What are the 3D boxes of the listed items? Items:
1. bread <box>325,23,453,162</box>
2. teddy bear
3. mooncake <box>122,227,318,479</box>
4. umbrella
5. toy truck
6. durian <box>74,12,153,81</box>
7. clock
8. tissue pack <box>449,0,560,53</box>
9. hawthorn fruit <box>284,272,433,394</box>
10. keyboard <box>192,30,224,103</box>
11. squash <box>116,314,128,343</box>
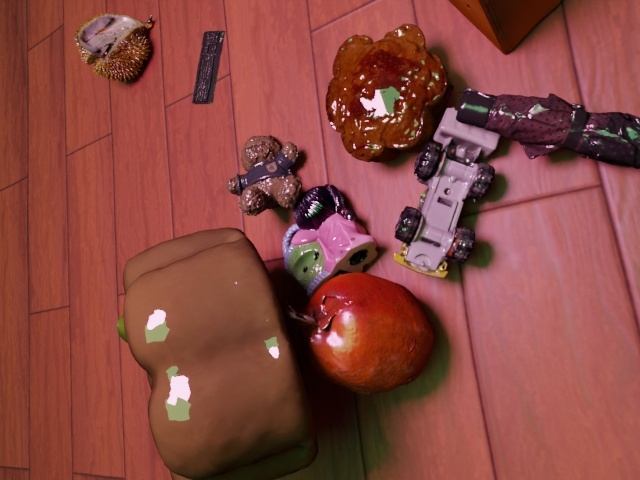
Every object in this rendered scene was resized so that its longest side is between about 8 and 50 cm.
[{"bbox_3d":[0.133,-0.267,0.908,0.231,0.135,0.247,0,84,32],"label":"bread"},{"bbox_3d":[-0.122,-0.132,1.065,0.181,0.129,0.252,-17,48,2],"label":"teddy bear"},{"bbox_3d":[-0.186,0.212,0.871,0.262,0.467,0.468,-15,71,-15],"label":"mooncake"},{"bbox_3d":[0.370,-0.178,0.744,0.325,0.094,0.090,19,68,17],"label":"umbrella"},{"bbox_3d":[0.216,-0.078,0.847,0.136,0.111,0.286,21,87,1],"label":"toy truck"},{"bbox_3d":[-0.583,-0.561,1.409,0.237,0.138,0.193,-36,68,-23],"label":"durian"},{"bbox_3d":[0.000,0.000,0.988,0.194,0.100,0.196,-46,55,20],"label":"clock"},{"bbox_3d":[0.263,-0.458,0.763,0.145,0.274,0.195,-40,66,22],"label":"tissue pack"},{"bbox_3d":[0.054,0.154,0.825,0.211,0.298,0.212,-18,64,41],"label":"hawthorn fruit"},{"bbox_3d":[-0.300,-0.461,1.278,0.074,0.015,0.197,10,91,33],"label":"keyboard"},{"bbox_3d":[-0.389,0.264,1.208,0.378,0.101,0.102,19,95,32],"label":"squash"}]
